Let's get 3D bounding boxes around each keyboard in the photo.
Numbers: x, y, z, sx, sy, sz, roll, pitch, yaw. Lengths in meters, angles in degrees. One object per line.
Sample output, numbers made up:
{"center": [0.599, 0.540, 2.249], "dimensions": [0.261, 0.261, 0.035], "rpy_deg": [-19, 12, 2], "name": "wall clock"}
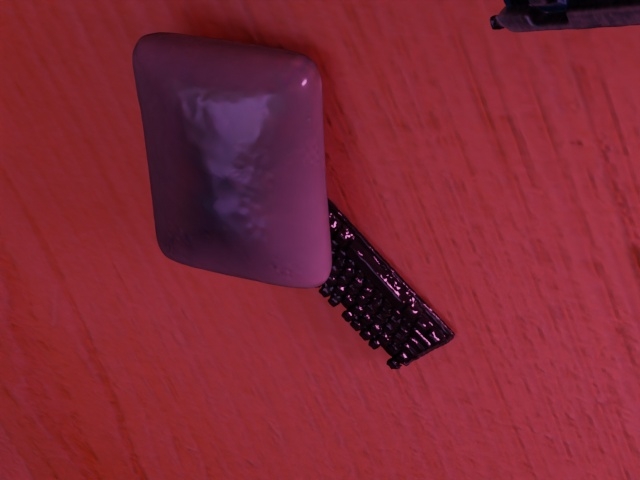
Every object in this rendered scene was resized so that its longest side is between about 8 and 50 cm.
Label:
{"center": [0.000, 0.000, 1.301], "dimensions": [0.231, 0.023, 0.072], "rpy_deg": [47, 145, -7], "name": "keyboard"}

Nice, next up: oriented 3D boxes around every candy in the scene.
{"center": [-0.058, -0.054, 1.231], "dimensions": [0.138, 0.071, 0.174], "rpy_deg": [11, 124, 24], "name": "candy"}

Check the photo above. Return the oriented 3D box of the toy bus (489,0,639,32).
{"center": [0.102, -0.254, 0.726], "dimensions": [0.152, 0.190, 0.312], "rpy_deg": [5, 133, 53], "name": "toy bus"}
